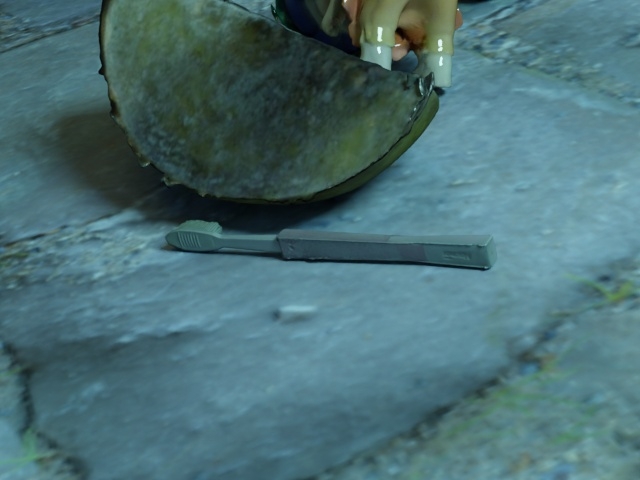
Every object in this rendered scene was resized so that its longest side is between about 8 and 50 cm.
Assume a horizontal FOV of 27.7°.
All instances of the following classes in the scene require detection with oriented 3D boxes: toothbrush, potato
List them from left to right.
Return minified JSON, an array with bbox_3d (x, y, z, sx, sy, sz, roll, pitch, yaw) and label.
[{"bbox_3d":[-0.032,-0.070,0.760,0.261,0.100,0.120,32,92,38],"label":"potato"},{"bbox_3d":[-0.001,0.001,0.661,0.194,0.014,0.017,4,34,34],"label":"toothbrush"}]

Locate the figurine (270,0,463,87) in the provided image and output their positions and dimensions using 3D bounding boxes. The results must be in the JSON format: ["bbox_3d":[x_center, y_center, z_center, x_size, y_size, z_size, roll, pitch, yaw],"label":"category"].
[{"bbox_3d":[0.036,-0.165,0.855,0.111,0.102,0.195,8,13,-26],"label":"figurine"}]
